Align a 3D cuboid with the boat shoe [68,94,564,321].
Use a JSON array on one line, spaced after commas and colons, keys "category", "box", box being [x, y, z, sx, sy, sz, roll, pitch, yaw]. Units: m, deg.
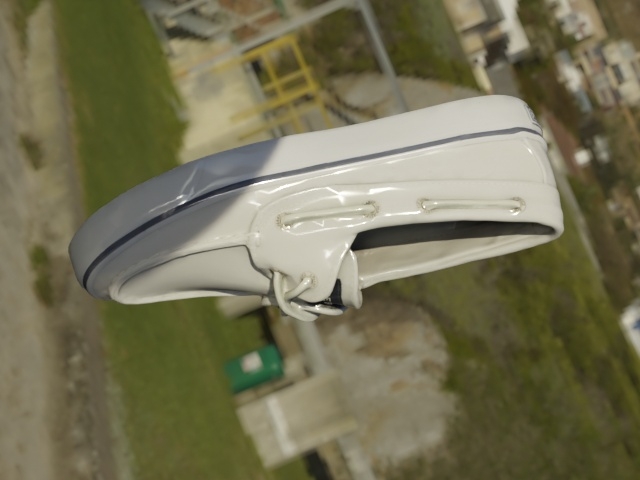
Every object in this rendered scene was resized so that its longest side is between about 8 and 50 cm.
[{"category": "boat shoe", "box": [0.000, 0.000, 0.803, 0.096, 0.268, 0.088, 91, -16, -64]}]
